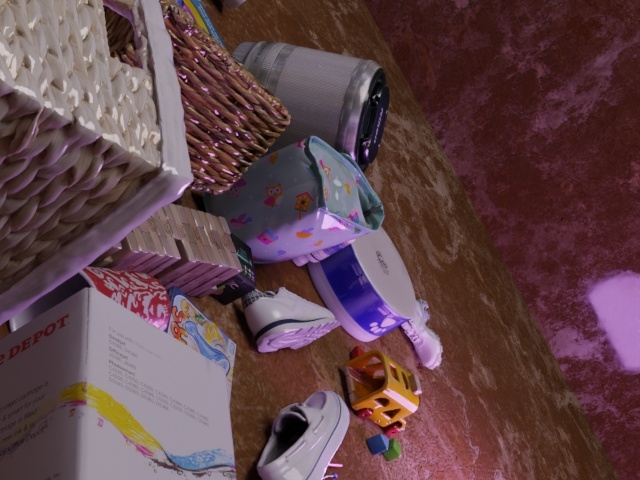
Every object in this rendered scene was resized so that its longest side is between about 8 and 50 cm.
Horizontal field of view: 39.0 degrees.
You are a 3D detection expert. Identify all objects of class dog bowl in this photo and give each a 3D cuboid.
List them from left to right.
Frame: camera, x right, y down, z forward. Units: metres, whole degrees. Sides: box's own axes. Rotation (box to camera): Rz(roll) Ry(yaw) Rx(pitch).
[{"bbox_3d":[0.081,0.064,1.816,0.265,0.104,0.265,49,23,-29],"label":"dog bowl"}]

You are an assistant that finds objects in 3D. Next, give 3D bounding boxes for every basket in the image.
[{"bbox_3d":[-0.333,-0.132,0.795,0.266,0.331,0.328,28,37,-46],"label":"basket"},{"bbox_3d":[-0.234,-0.228,1.348,0.299,0.213,0.223,38,7,-45],"label":"basket"}]

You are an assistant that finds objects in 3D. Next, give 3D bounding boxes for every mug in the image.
[{"bbox_3d":[-0.257,0.096,1.014,0.113,0.150,0.169,27,7,18],"label":"mug"}]

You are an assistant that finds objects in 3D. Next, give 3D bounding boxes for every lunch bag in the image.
[{"bbox_3d":[-0.036,-0.050,1.516,0.262,0.223,0.160,20,52,-61],"label":"lunch bag"}]

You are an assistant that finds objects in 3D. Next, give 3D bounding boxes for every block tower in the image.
[{"bbox_3d":[-0.227,0.006,1.178,0.335,0.097,0.091,17,48,-64],"label":"block tower"}]

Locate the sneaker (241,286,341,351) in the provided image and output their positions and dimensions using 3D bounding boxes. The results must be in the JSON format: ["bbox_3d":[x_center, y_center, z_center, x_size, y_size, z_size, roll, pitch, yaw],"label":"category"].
[{"bbox_3d":[-0.045,0.121,1.477,0.095,0.090,0.235,57,17,19],"label":"sneaker"}]

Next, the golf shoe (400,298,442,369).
[{"bbox_3d":[0.212,0.208,2.020,0.086,0.069,0.176,13,44,-37],"label":"golf shoe"}]

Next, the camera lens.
[{"bbox_3d":[-0.025,-0.236,1.634,0.219,0.274,0.219,14,90,-78],"label":"camera lens"}]

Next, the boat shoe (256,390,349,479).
[{"bbox_3d":[-0.025,0.274,1.293,0.084,0.095,0.258,60,19,-13],"label":"boat shoe"}]

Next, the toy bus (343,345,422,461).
[{"bbox_3d":[0.130,0.278,1.642,0.191,0.104,0.202,59,21,-4],"label":"toy bus"}]

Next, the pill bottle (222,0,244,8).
[{"bbox_3d":[-0.231,-0.607,1.972,0.193,0.108,0.108,48,24,-30],"label":"pill bottle"}]

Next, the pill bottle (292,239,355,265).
[{"bbox_3d":[0.000,0.000,1.683,0.067,0.120,0.067,49,23,-29],"label":"pill bottle"}]

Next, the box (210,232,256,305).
[{"bbox_3d":[-0.140,0.044,1.378,0.052,0.062,0.083,42,28,-44],"label":"box"}]

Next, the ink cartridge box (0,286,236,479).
[{"bbox_3d":[-0.205,0.224,0.784,0.197,0.198,0.270,40,29,-42],"label":"ink cartridge box"}]

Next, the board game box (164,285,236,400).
[{"bbox_3d":[-0.171,0.170,1.172,0.136,0.035,0.201,48,23,-30],"label":"board game box"}]

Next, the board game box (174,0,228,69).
[{"bbox_3d":[-0.285,-0.371,1.569,0.253,0.079,0.336,62,20,4],"label":"board game box"}]

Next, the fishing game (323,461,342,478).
[{"bbox_3d":[0.046,0.440,1.322,0.189,0.041,0.264,30,35,-58],"label":"fishing game"}]
